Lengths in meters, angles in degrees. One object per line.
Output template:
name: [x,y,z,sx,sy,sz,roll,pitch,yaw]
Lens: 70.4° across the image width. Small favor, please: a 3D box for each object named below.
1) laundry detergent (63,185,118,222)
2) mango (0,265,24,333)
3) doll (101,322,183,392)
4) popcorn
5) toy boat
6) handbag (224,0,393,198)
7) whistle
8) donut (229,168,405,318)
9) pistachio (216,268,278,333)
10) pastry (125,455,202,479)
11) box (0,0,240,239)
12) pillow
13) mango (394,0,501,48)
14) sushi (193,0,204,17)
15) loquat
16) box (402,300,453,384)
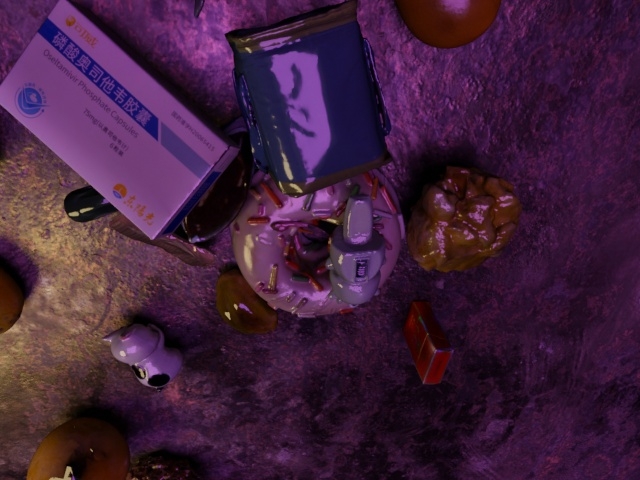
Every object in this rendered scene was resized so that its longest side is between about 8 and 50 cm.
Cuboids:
laundry detergent: [-0.348,-0.092,0.837,0.210,0.137,0.063,-17,101,-1]
mango: [-0.702,0.108,0.935,0.137,0.098,0.195,-19,117,8]
doll: [-0.410,0.264,1.068,0.110,0.107,0.181,-17,119,28]
popcorn: [0.274,-0.049,0.919,0.232,0.193,0.266,-26,139,12]
toy boat: [-0.192,-0.111,0.845,0.114,0.115,0.262,19,126,-25]
handbag: [-0.021,-0.227,0.719,0.222,0.263,0.241,-18,119,-4]
whistle: [0.063,0.028,0.822,0.101,0.105,0.254,-26,134,-29]
donut: [0.000,0.000,0.939,0.381,0.143,0.383,-4,122,-7]
pistachio: [-0.174,0.153,1.033,0.110,0.100,0.189,-24,122,16]
pastry: [-0.472,0.758,1.332,0.274,0.193,0.275,0,96,-3]
box: [-0.322,-0.188,0.727,0.343,0.065,0.200,42,100,-2]
pillow: [-0.313,0.002,0.915,0.211,0.034,0.135,30,151,-29]
mango: [0.189,-0.430,0.700,0.175,0.139,0.255,-30,115,7]
sushi: [-0.229,-0.453,0.533,0.293,0.300,0.282,10,120,-15]
loquat: [-0.612,0.572,1.157,0.234,0.235,0.235,-4,122,-6]
box: [0.255,0.243,1.103,0.048,0.175,0.113,4,120,-11]
